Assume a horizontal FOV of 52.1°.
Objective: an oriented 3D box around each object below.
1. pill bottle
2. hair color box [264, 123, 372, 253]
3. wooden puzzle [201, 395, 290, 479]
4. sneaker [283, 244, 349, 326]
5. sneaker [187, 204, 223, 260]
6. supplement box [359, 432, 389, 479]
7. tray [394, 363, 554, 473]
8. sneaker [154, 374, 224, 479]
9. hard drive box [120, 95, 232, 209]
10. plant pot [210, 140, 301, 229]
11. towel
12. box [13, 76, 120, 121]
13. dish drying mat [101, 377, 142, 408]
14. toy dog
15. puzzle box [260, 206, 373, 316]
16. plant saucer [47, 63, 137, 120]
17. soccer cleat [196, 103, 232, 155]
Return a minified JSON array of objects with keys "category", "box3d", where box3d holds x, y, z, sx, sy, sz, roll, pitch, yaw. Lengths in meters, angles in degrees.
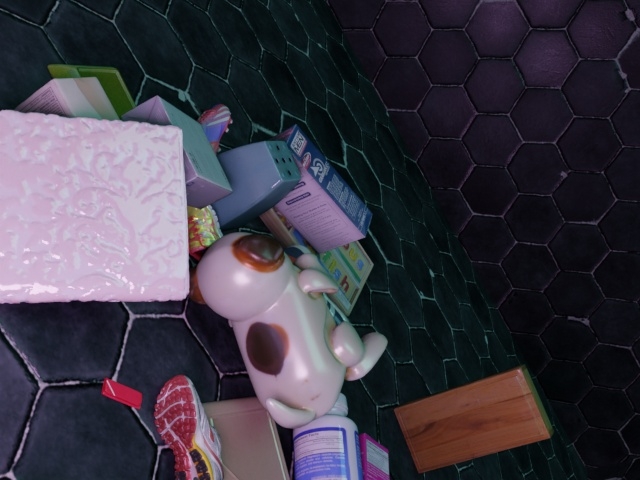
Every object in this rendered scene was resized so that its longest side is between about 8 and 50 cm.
[{"category":"pill bottle","box3d":[0.015,0.485,1.468,0.152,0.152,0.271,38,35,-42]},{"category":"hair color box","box3d":[-0.032,-0.131,1.777,0.347,0.174,0.105,47,41,-27]},{"category":"wooden puzzle","box3d":[-0.152,0.439,1.335,0.221,0.044,0.238,13,50,-58]},{"category":"sneaker","box3d":[-0.039,0.185,1.689,0.148,0.131,0.350,-20,78,-57]},{"category":"sneaker","box3d":[-0.272,-0.013,1.473,0.208,0.082,0.094,57,29,-14]},{"category":"supplement box","box3d":[0.093,0.593,1.560,0.114,0.111,0.220,44,31,-33]},{"category":"tray","box3d":[0.438,0.526,1.914,0.076,0.411,0.202,-2,69,-61]},{"category":"sneaker","box3d":[-0.239,0.360,1.211,0.093,0.088,0.225,16,57,-72]},{"category":"hard drive box","box3d":[-0.285,-0.171,1.340,0.181,0.089,0.232,64,8,8]},{"category":"plant pot","box3d":[-0.180,-0.143,1.584,0.166,0.234,0.165,-19,83,-63]},{"category":"towel","box3d":[-0.389,-0.053,1.096,0.332,0.053,0.316,2,78,-28]},{"category":"box","box3d":[-0.427,-0.133,1.225,0.311,0.148,0.121,63,25,-5]},{"category":"dish drying mat","box3d":[-0.349,0.270,1.155,0.083,0.008,0.032,39,34,-40]},{"category":"toy dog","box3d":[-0.112,0.170,1.406,0.407,0.285,0.395,58,35,-10]},{"category":"puzzle box","box3d":[0.000,0.000,1.947,0.408,0.052,0.272,54,36,-19]},{"category":"plant saucer","box3d":[-0.467,-0.304,1.416,0.188,0.045,0.188,63,26,-1]},{"category":"soccer cleat","box3d":[-0.294,-0.292,1.691,0.095,0.083,0.248,41,36,-30]}]
